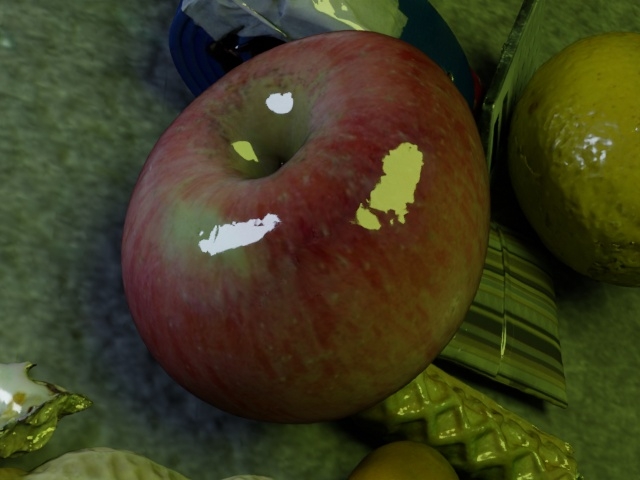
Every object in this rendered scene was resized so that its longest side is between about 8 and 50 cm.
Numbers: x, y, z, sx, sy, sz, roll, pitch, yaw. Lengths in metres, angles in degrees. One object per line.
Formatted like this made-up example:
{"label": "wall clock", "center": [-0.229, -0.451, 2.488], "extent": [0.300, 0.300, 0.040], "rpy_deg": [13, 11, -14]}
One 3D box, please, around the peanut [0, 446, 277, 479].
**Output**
{"label": "peanut", "center": [-0.130, 0.236, 1.121], "extent": [0.298, 0.120, 0.136], "rpy_deg": [17, 51, -27]}

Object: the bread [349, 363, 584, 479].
{"label": "bread", "center": [0.129, 0.182, 1.369], "extent": [0.269, 0.087, 0.098], "rpy_deg": [32, 20, -23]}

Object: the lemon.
{"label": "lemon", "center": [0.333, -0.094, 1.572], "extent": [0.258, 0.258, 0.310], "rpy_deg": [10, 51, -34]}

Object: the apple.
{"label": "apple", "center": [0.000, 0.000, 1.233], "extent": [0.269, 0.345, 0.344], "rpy_deg": [58, 35, -41]}

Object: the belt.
{"label": "belt", "center": [0.013, -0.161, 1.400], "extent": [0.347, 0.212, 0.117], "rpy_deg": [40, 46, -30]}

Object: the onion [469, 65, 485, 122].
{"label": "onion", "center": [0.092, -0.156, 1.551], "extent": [0.140, 0.150, 0.150], "rpy_deg": [-42, 95, -7]}

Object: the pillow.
{"label": "pillow", "center": [0.176, 0.055, 1.517], "extent": [0.208, 0.052, 0.212], "rpy_deg": [22, 49, -28]}

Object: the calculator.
{"label": "calculator", "center": [0.213, -0.168, 1.625], "extent": [0.021, 0.161, 0.261], "rpy_deg": [13, 48, 13]}

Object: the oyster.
{"label": "oyster", "center": [-0.287, 0.152, 1.076], "extent": [0.209, 0.133, 0.072], "rpy_deg": [-37, 132, -48]}

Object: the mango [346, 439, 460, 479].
{"label": "mango", "center": [0.068, 0.278, 1.225], "extent": [0.139, 0.175, 0.254], "rpy_deg": [-3, 52, 4]}
